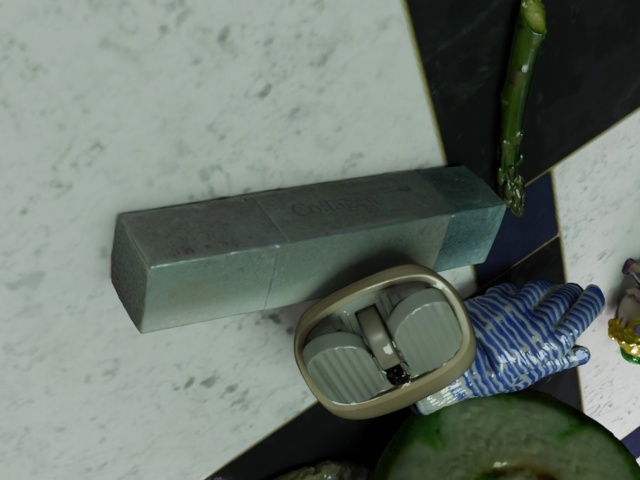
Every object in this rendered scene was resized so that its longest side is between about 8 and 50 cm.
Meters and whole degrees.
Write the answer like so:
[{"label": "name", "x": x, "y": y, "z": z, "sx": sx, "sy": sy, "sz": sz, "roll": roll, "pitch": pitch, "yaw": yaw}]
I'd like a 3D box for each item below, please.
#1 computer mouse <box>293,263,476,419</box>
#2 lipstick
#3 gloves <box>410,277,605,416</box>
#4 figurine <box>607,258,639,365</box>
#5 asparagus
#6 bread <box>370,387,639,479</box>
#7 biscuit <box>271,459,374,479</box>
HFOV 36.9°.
[{"label": "computer mouse", "x": 0.059, "y": 0.094, "z": 0.803, "sx": 0.145, "sy": 0.082, "sz": 0.236, "roll": -24, "pitch": 159, "yaw": 2}, {"label": "lipstick", "x": 0.000, "y": 0.000, "z": 0.749, "sx": 0.317, "sy": 0.066, "sz": 0.068, "roll": -10, "pitch": 133, "yaw": -31}, {"label": "gloves", "x": 0.182, "y": 0.102, "z": 0.953, "sx": 0.229, "sy": 0.097, "sz": 0.119, "roll": -28, "pitch": 102, "yaw": -10}, {"label": "figurine", "x": 0.391, "y": 0.105, "z": 1.114, "sx": 0.095, "sy": 0.115, "sz": 0.156, "roll": -11, "pitch": 135, "yaw": -17}, {"label": "asparagus", "x": 0.168, "y": -0.105, "z": 0.813, "sx": 0.034, "sy": 0.027, "sz": 0.236, "roll": -16, "pitch": 135, "yaw": -12}, {"label": "bread", "x": 0.231, "y": 0.319, "z": 0.982, "sx": 0.382, "sy": 0.366, "sz": 0.129, "roll": -13, "pitch": 159, "yaw": -11}, {"label": "biscuit", "x": 0.013, "y": 0.306, "z": 1.066, "sx": 0.133, "sy": 0.032, "sz": 0.250, "roll": -32, "pitch": 139, "yaw": -12}]
